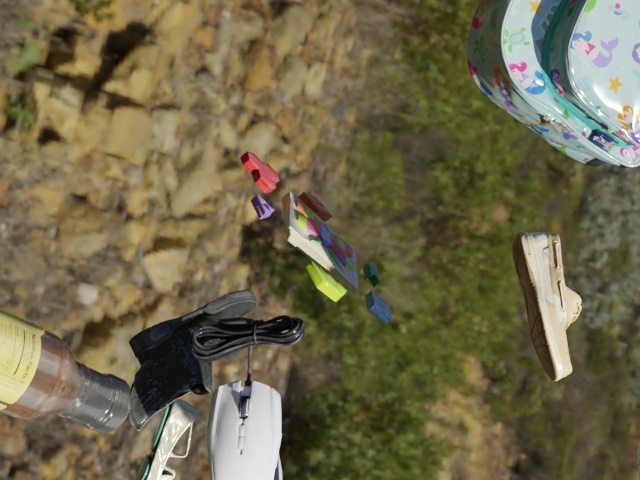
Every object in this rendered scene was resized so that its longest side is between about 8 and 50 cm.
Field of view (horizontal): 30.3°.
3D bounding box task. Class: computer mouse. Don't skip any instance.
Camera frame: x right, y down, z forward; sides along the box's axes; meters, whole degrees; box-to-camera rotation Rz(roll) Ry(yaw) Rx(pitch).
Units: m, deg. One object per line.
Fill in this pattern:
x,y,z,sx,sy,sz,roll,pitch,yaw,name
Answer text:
-0.066,0.164,1.070,0.042,0.106,0.193,63,26,-83,computer mouse

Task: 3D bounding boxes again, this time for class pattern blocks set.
0.000,0.000,2.012,0.026,0.325,0.285,-40,-143,19,pattern blocks set

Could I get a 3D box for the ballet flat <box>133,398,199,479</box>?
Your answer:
-0.210,0.295,1.594,0.057,0.052,0.168,-117,-131,-75,ballet flat

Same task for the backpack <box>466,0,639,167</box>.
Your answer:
0.305,-0.222,1.353,0.225,0.253,0.191,-61,-168,-5,backpack

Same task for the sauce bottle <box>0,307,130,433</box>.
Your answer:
-0.358,0.135,1.315,0.111,0.344,0.111,-21,-126,31,sauce bottle

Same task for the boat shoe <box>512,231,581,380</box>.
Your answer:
0.258,0.068,1.301,0.063,0.059,0.170,104,-24,-75,boat shoe

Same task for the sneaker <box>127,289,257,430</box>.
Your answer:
-0.128,0.119,1.211,0.089,0.170,0.051,63,-23,12,sneaker

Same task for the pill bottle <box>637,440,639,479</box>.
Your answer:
0.490,0.283,1.308,0.160,0.283,0.160,-31,-140,30,pill bottle
